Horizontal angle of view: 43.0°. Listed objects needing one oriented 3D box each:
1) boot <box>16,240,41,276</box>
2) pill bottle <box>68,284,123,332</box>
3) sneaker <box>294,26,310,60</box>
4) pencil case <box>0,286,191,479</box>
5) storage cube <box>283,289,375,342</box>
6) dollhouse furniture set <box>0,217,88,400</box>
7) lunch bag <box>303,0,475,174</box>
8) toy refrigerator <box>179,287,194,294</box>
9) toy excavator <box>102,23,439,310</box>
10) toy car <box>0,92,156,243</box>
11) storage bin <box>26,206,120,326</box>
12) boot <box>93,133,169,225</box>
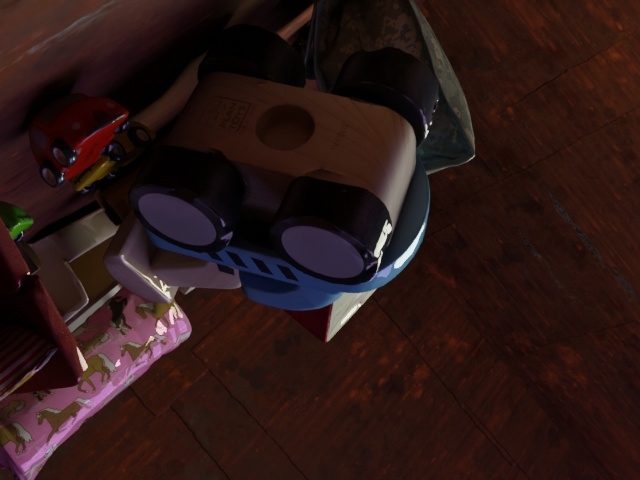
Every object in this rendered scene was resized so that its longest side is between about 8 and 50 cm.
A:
[{"bbox_3d":[-0.399,0.064,0.913,0.152,0.073,0.197,-36,-178,-7],"label":"boot"},{"bbox_3d":[-0.532,0.149,1.872,0.210,0.210,0.363,-40,-174,-4],"label":"pill bottle"},{"bbox_3d":[-0.002,-0.314,1.330,0.067,0.078,0.188,-11,-165,-12],"label":"sneaker"},{"bbox_3d":[-0.390,0.218,1.352,0.167,0.160,0.386,18,-129,43],"label":"pencil case"},{"bbox_3d":[0.000,0.000,1.193,0.184,0.193,0.215,-44,162,-23],"label":"storage cube"},{"bbox_3d":[-0.364,0.104,0.541,0.374,0.152,0.201,-14,-160,35],"label":"dollhouse furniture set"},{"bbox_3d":[0.079,-0.217,1.040,0.169,0.286,0.235,-21,-173,13],"label":"lunch bag"},{"bbox_3d":[-0.158,-0.027,1.307,0.102,0.094,0.269,-36,171,-47],"label":"toy refrigerator"},{"bbox_3d":[-0.093,-0.015,0.952,0.445,0.433,0.222,84,23,-57],"label":"toy excavator"},{"bbox_3d":[-0.248,-0.043,0.686,0.225,0.053,0.239,-39,-175,-2],"label":"toy car"},{"bbox_3d":[-0.415,0.066,1.293,0.260,0.123,0.262,-37,-175,20],"label":"storage bin"},{"bbox_3d":[-0.241,-0.100,1.253,0.211,0.104,0.295,-35,180,-7],"label":"boot"}]
